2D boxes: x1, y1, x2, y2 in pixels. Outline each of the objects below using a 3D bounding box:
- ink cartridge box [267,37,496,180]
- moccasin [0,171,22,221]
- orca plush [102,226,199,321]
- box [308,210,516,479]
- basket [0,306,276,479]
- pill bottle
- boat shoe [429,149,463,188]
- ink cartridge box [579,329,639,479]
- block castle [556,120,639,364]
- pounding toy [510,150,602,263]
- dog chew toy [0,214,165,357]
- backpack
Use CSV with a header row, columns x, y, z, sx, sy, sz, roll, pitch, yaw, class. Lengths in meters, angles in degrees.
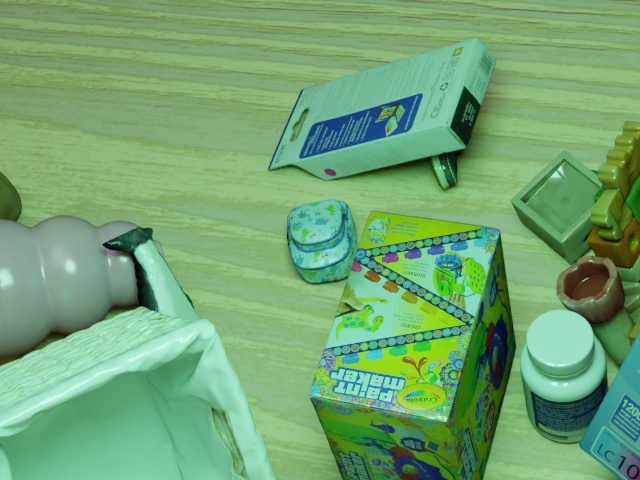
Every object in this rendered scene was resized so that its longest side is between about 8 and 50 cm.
x,y,z,sx,sy,sz,roll,pitch,yaw,class
0.090,-0.192,2.135,0.371,0.069,0.176,-9,49,41,ink cartridge box
-0.603,0.034,2.142,0.139,0.147,0.380,19,62,30,moccasin
-0.240,0.129,1.988,0.102,0.151,0.287,-31,92,21,orca plush
0.129,0.165,1.783,0.177,0.290,0.279,9,59,19,box
-0.261,0.291,1.697,0.331,0.328,0.266,-25,15,-23,basket
0.316,0.174,1.794,0.112,0.186,0.112,-6,55,9,pill bottle
0.200,-0.178,2.141,0.073,0.080,0.223,-12,49,11,boat shoe
0.487,0.162,1.541,0.270,0.395,0.151,37,49,21,ink cartridge box
0.528,-0.052,1.828,0.303,0.213,0.453,5,53,44,block castle
0.380,-0.046,2.006,0.141,0.100,0.130,-43,55,-4,pounding toy
-0.397,0.054,2.056,0.332,0.206,0.206,-12,52,-14,dog chew toy
0.000,0.000,2.061,0.105,0.084,0.114,-12,56,8,backpack
